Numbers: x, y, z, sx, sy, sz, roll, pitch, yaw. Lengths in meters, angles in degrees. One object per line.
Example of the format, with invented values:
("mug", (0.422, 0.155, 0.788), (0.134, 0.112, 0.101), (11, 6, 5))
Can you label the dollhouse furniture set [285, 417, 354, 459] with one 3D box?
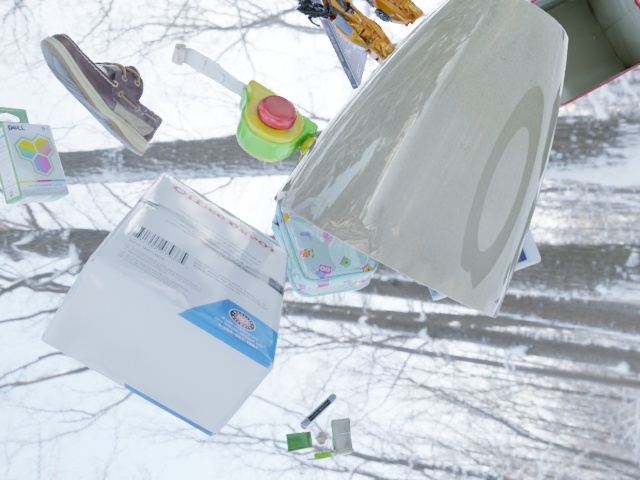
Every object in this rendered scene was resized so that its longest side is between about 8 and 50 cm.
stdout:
("dollhouse furniture set", (0.002, 0.423, 1.367), (0.152, 0.059, 0.076), (10, -114, -48))

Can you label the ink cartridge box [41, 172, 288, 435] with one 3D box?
("ink cartridge box", (-0.218, 0.078, 1.050), (0.285, 0.166, 0.395), (34, -161, -12))

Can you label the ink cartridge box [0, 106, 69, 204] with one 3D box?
("ink cartridge box", (-0.597, -0.181, 1.304), (0.109, 0.062, 0.209), (-12, -95, -60))

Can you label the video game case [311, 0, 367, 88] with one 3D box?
("video game case", (0.055, -0.548, 1.618), (0.274, 0.026, 0.196), (58, -145, -43))

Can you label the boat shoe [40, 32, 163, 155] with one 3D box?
("boat shoe", (-0.408, -0.300, 1.261), (0.123, 0.123, 0.342), (-50, -27, -10))

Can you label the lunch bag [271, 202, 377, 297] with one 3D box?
("lunch bag", (0.000, 0.000, 1.605), (0.108, 0.224, 0.279), (104, 151, -55))

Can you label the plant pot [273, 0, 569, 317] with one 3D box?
("plant pot", (0.126, -0.104, 0.658), (0.256, 0.256, 0.274), (21, -83, -56))

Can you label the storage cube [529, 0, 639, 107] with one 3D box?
("storage cube", (0.453, -0.353, 1.158), (0.183, 0.215, 0.193), (62, -170, 0))

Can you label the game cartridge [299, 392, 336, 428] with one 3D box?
("game cartridge", (-0.004, 0.320, 1.203), (0.083, 0.017, 0.056), (-40, -10, -16))

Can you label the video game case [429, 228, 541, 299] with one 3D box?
("video game case", (0.327, -0.044, 1.492), (0.036, 0.329, 0.299), (-9, -103, -34))

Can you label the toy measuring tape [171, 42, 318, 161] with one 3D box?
("toy measuring tape", (-0.143, -0.230, 1.138), (0.121, 0.330, 0.121), (-58, -1, -1))

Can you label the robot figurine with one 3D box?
("robot figurine", (0.069, -0.524, 1.355), (0.291, 0.085, 0.211), (36, -93, -20))
